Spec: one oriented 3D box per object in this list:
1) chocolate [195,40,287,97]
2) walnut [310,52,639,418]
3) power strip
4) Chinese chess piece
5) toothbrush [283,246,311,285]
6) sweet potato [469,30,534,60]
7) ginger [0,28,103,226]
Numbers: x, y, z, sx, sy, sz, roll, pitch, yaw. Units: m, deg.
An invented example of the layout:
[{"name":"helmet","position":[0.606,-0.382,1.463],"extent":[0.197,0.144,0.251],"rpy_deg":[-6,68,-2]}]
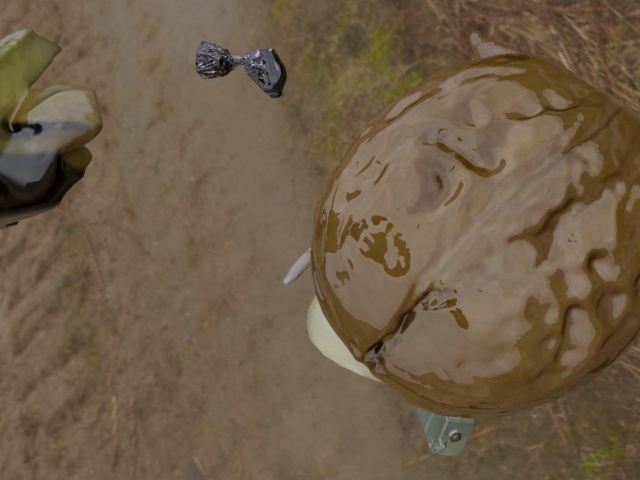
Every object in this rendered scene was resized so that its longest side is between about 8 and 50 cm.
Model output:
[{"name":"chocolate","position":[-0.118,-0.271,1.437],"extent":[0.147,0.070,0.072],"rpy_deg":[13,120,11]},{"name":"walnut","position":[0.185,-0.007,0.983],"extent":[0.397,0.308,0.354],"rpy_deg":[-38,87,-5]},{"name":"power strip","position":[0.171,0.222,1.439],"extent":[0.272,0.052,0.078],"rpy_deg":[-108,33,-56]},{"name":"Chinese chess piece","position":[0.097,0.167,1.715],"extent":[0.251,0.250,0.097],"rpy_deg":[39,111,46]},{"name":"toothbrush","position":[0.000,0.000,1.609],"extent":[0.025,0.307,0.030],"rpy_deg":[-22,105,32]},{"name":"sweet potato","position":[0.343,-0.264,1.493],"extent":[0.066,0.072,0.314],"rpy_deg":[-38,53,-17]},{"name":"ginger","position":[-0.456,-0.095,0.990],"extent":[0.358,0.413,0.211],"rpy_deg":[-11,93,68]}]
